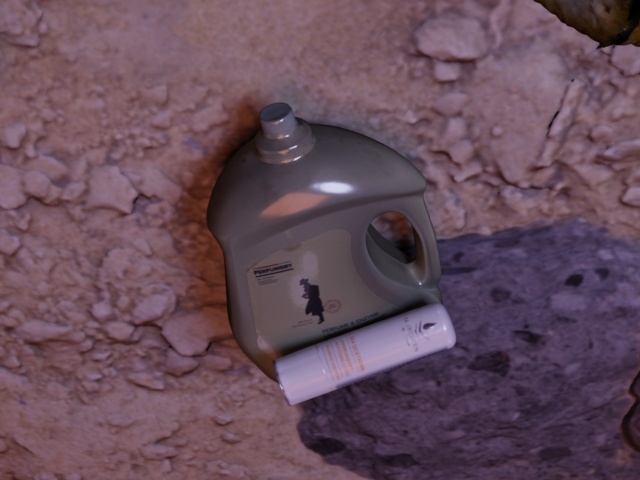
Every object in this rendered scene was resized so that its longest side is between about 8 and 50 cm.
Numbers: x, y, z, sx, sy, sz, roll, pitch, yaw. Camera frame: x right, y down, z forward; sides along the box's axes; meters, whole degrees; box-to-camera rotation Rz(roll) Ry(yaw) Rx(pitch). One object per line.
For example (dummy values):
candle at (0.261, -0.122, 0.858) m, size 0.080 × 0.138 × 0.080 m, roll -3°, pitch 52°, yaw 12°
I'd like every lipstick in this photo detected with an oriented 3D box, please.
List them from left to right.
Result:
lipstick at (0.035, 0.087, 0.907) m, size 0.141 × 0.040 × 0.040 m, roll -20°, pitch 129°, yaw 0°

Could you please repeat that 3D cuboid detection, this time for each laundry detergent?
laundry detergent at (0.000, 0.000, 0.914) m, size 0.181 × 0.091 × 0.253 m, roll -11°, pitch 130°, yaw 6°

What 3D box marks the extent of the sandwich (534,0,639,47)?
sandwich at (0.119, -0.261, 0.581) m, size 0.095 × 0.249 × 0.273 m, roll -25°, pitch 137°, yaw -23°
